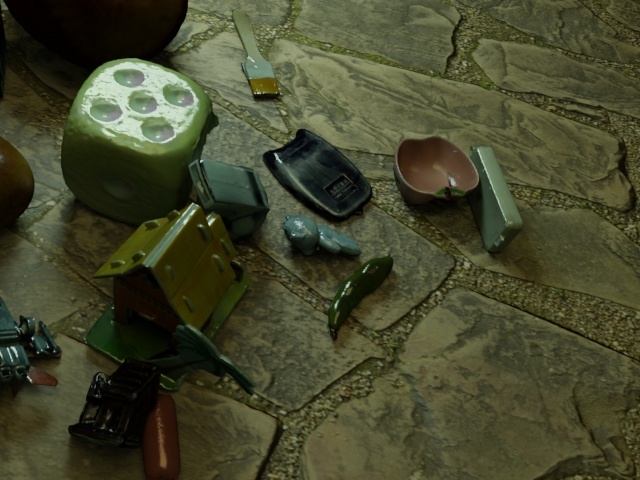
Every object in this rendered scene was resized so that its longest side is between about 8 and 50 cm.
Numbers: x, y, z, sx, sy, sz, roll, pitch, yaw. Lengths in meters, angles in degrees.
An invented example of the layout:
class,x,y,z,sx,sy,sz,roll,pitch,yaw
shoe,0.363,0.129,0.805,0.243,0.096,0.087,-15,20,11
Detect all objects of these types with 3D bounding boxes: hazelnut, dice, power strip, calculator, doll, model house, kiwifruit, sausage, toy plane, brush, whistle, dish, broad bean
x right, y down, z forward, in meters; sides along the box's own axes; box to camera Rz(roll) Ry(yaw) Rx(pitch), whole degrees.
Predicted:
class,x,y,z,sx,sy,sz,roll,pitch,yaw
hazelnut,-0.520,-0.576,1.585,0.429,0.402,0.402,21,45,-42
dice,-0.367,-0.195,1.435,0.255,0.252,0.249,20,54,-4
power strip,0.403,-0.102,1.671,0.046,0.118,0.270,-2,57,-17
calculator,0.002,-0.152,1.647,0.268,0.040,0.177,43,58,10
doll,-0.003,0.004,1.523,0.180,0.075,0.120,27,11,-21
model house,-0.202,0.083,1.241,0.340,0.323,0.300,29,54,5
kiwifruit,-0.673,-0.126,1.340,0.234,0.196,0.196,39,55,20
sausage,-0.276,0.341,1.202,0.062,0.062,0.154,-2,56,-17
model house,-0.346,0.267,1.172,0.165,0.106,0.152,7,67,24
toy plane,-0.585,0.138,1.232,0.223,0.104,0.326,2,47,-48
brush,-0.181,-0.500,1.846,0.086,0.020,0.336,-6,57,-19
whistle,-0.199,-0.078,1.434,0.163,0.163,0.290,52,21,20
dish,0.265,-0.150,1.685,0.213,0.090,0.213,8,52,-10
broad bean,0.078,0.104,1.480,0.065,0.046,0.254,40,56,5

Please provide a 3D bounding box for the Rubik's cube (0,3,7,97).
class,x,y,z,sx,sy,sz,roll,pitch,yaw
Rubik's cube,-0.797,-0.438,1.525,0.184,0.182,0.187,-1,56,-16
